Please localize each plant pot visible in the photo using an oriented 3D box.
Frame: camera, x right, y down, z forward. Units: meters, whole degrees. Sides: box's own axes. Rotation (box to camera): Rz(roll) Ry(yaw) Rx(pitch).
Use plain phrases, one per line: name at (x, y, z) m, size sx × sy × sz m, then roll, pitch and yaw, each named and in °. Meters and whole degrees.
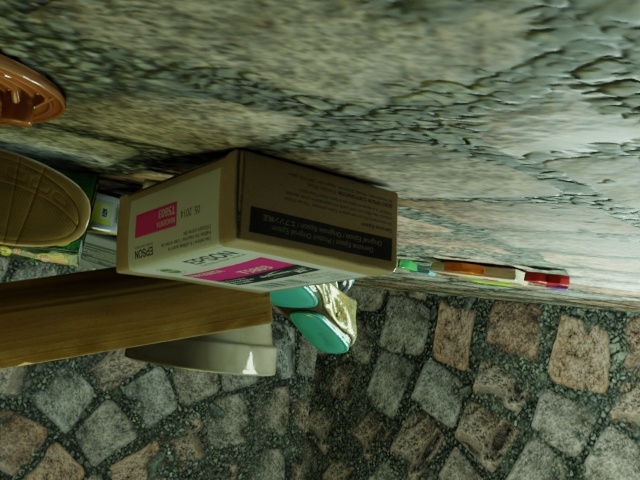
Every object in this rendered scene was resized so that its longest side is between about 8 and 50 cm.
plant pot at (-0.237, 0.132, 1.864) m, size 0.323 × 0.280 × 0.323 m, roll 8°, pitch 176°, yaw 1°

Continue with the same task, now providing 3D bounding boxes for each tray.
tray at (-0.289, 0.086, 1.136) m, size 0.411 × 0.076 × 0.203 m, roll -7°, pitch -170°, yaw -17°

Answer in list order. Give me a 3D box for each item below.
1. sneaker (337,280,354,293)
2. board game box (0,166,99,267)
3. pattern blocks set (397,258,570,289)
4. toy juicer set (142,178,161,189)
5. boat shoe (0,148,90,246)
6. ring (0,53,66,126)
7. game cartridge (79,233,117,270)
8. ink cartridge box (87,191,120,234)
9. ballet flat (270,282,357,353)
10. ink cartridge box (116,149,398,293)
sneaker at (-0.108, 0.044, 1.545) m, size 0.341 × 0.125 × 0.139 m, roll 5°, pitch 173°, yaw 17°
board game box at (-0.396, -0.043, 0.992) m, size 0.260 × 0.136 × 0.030 m, roll 9°, pitch 133°, yaw -8°
pattern blocks set at (0.316, 0.063, 1.688) m, size 0.325 × 0.026 × 0.285 m, roll 6°, pitch 175°, yaw 15°
toy juicer set at (-0.108, -0.010, 1.112) m, size 0.209 × 0.089 × 0.329 m, roll 8°, pitch 175°, yaw -3°
boat shoe at (-0.386, -0.064, 0.929) m, size 0.277 × 0.098 × 0.096 m, roll 15°, pitch -172°, yaw -18°
ring at (-0.346, -0.114, 0.585) m, size 0.337 × 0.032 × 0.336 m, roll 7°, pitch 175°, yaw 1°
game cartridge at (-0.330, 0.022, 1.502) m, size 0.297 × 0.062 × 0.198 m, roll 15°, pitch 160°, yaw 16°
ink cartridge box at (-0.447, -0.055, 1.253) m, size 0.304 × 0.072 × 0.307 m, roll 5°, pitch 173°, yaw 21°
ballet flat at (-0.027, 0.071, 1.387) m, size 0.123 × 0.123 × 0.348 m, roll 5°, pitch 155°, yaw 27°
ink cartridge box at (-0.069, -0.008, 0.878) m, size 0.193 × 0.088 × 0.235 m, roll 11°, pitch 166°, yaw -37°
